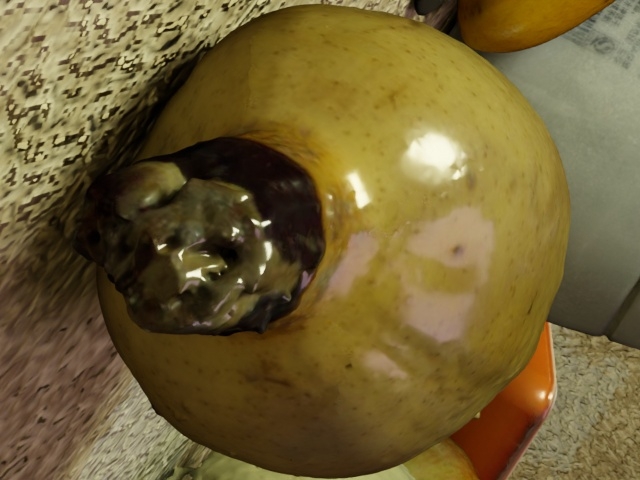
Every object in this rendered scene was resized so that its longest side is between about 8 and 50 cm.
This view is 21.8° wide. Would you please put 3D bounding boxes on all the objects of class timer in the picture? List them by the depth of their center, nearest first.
[{"bbox_3d":[0.118,0.163,1.576,0.257,0.161,0.250,-62,-156,26],"label":"timer"}]

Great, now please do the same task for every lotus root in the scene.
[{"bbox_3d":[0.000,0.000,0.618,0.183,0.183,0.310,-58,166,4],"label":"lotus root"}]

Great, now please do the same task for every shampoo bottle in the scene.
[{"bbox_3d":[0.207,-0.068,1.187,0.273,0.266,0.273,-55,170,-14],"label":"shampoo bottle"}]

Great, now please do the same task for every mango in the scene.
[{"bbox_3d":[0.166,-0.195,1.008,0.217,0.102,0.141,-46,-165,16],"label":"mango"}]

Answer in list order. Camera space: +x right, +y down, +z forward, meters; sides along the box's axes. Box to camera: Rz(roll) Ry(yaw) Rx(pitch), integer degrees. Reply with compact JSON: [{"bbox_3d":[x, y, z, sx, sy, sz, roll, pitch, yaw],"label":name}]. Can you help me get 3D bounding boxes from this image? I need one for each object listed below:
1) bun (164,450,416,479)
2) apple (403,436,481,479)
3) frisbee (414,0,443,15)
[{"bbox_3d":[-0.050,0.218,1.119,0.259,0.152,0.259,-45,163,-18],"label":"bun"},{"bbox_3d":[0.022,0.270,1.360,0.309,0.277,0.250,-119,-135,-65],"label":"apple"},{"bbox_3d":[0.106,-0.226,0.895,0.211,0.012,0.187,-57,171,-2],"label":"frisbee"}]
